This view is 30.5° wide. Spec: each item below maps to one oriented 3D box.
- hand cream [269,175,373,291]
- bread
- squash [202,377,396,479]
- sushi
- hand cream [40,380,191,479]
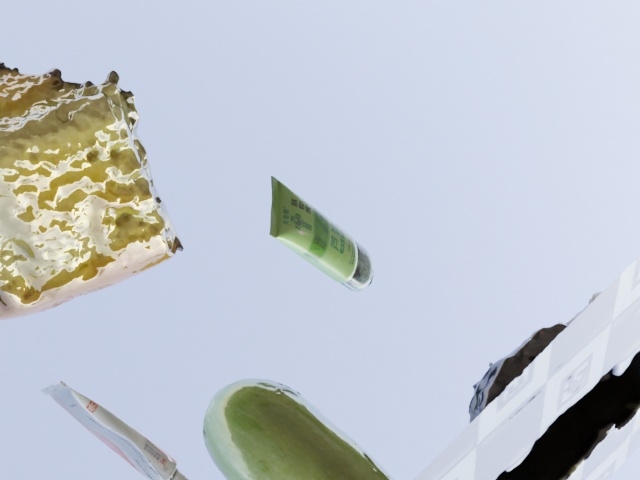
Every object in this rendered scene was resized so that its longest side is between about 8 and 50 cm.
[{"bbox_3d":[0.000,0.000,1.418,0.175,0.046,0.095,39,-143,-36],"label":"hand cream"},{"bbox_3d":[-0.248,-0.031,0.902,0.262,0.204,0.162,9,-131,27],"label":"bread"},{"bbox_3d":[0.035,0.268,1.132,0.371,0.118,0.118,38,-132,16],"label":"squash"},{"bbox_3d":[0.099,0.075,0.548,0.215,0.192,0.050,-40,-125,-23],"label":"sushi"},{"bbox_3d":[-0.243,0.239,1.420,0.216,0.052,0.038,43,-155,-18],"label":"hand cream"}]
